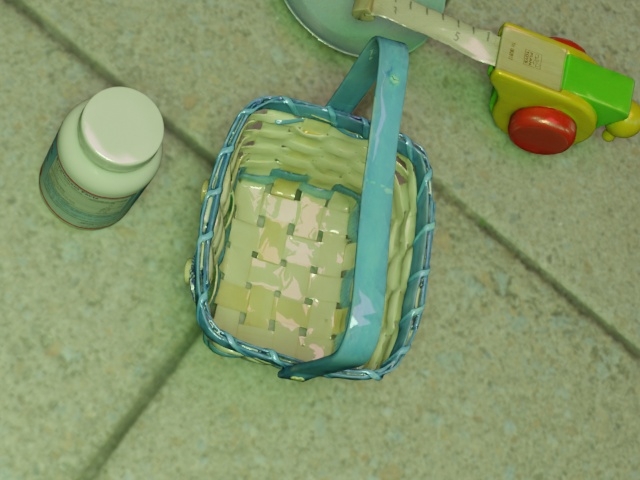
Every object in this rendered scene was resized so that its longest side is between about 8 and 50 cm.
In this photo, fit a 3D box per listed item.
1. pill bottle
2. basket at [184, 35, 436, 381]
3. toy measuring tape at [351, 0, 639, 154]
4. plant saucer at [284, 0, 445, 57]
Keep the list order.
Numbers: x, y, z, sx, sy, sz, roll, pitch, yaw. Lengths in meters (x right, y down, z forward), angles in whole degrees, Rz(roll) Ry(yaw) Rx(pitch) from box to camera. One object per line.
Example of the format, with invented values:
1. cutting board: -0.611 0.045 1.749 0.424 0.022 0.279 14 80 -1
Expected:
1. pill bottle: -0.183 -0.069 0.962 0.087 0.160 0.087 7 72 -21
2. basket: 0.000 0.000 0.944 0.201 0.289 0.254 15 68 -17
3. toy measuring tape: 0.176 -0.168 1.172 0.330 0.121 0.121 19 68 -10
4. plant saucer: 0.035 -0.270 1.179 0.195 0.037 0.195 6 73 -21
